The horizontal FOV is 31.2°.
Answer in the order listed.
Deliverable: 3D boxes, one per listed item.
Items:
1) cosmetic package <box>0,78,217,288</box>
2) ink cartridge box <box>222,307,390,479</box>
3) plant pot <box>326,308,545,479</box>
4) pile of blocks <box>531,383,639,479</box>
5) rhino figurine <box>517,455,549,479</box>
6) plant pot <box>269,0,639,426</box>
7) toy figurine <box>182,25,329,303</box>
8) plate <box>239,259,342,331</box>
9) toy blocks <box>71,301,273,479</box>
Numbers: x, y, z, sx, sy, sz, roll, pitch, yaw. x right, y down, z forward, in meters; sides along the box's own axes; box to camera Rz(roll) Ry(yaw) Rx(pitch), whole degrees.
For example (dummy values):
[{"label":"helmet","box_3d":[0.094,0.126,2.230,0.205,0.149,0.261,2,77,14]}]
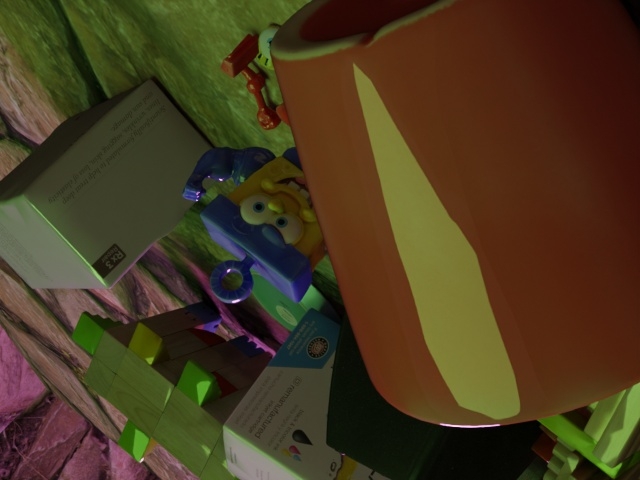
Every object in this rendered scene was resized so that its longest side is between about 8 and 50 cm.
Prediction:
[{"label":"cosmetic package","box_3d":[-0.300,-0.059,1.468,0.156,0.217,0.385,49,156,-16]},{"label":"ink cartridge box","box_3d":[0.043,0.263,1.462,0.270,0.198,0.197,31,156,13]},{"label":"plant pot","box_3d":[0.116,0.165,1.143,0.187,0.167,0.188,19,173,46]},{"label":"pile of blocks","box_3d":[0.234,0.198,1.041,0.113,0.149,0.362,37,147,30]},{"label":"rhino figurine","box_3d":[0.257,0.263,1.293,0.243,0.073,0.106,37,154,11]},{"label":"plant pot","box_3d":[0.106,-0.059,0.730,0.275,0.275,0.243,8,130,56]},{"label":"toy figurine","box_3d":[0.000,0.000,1.046,0.363,0.217,0.191,38,158,14]},{"label":"plate","box_3d":[-0.045,0.082,1.544,0.188,0.024,0.188,35,157,17]},{"label":"toy blocks","box_3d":[-0.158,0.228,1.736,0.381,0.261,0.190,35,113,22]}]
